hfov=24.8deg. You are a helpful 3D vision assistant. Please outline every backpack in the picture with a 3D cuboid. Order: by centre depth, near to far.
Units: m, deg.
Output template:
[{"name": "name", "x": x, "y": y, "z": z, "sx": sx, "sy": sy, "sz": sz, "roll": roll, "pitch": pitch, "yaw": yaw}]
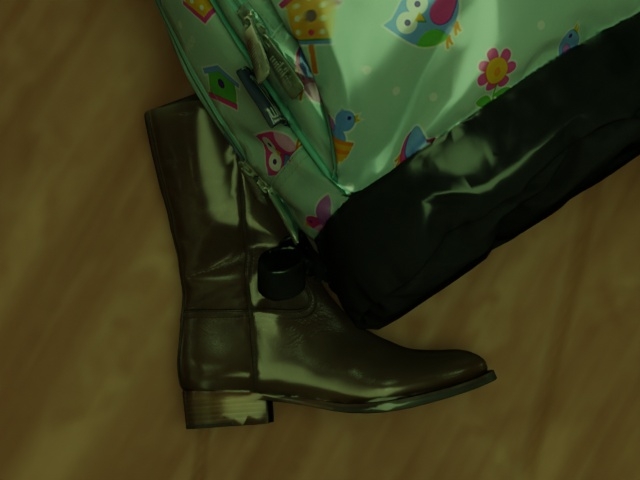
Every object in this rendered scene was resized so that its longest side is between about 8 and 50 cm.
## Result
[{"name": "backpack", "x": 0.019, "y": -0.085, "z": 0.423, "sx": 0.152, "sy": 0.115, "sz": 0.182, "roll": -32, "pitch": 84, "yaw": -19}]

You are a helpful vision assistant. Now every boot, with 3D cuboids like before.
[{"name": "boot", "x": 0.000, "y": 0.000, "z": 0.473, "sx": 0.106, "sy": 0.037, "sz": 0.114, "roll": -5, "pitch": 84, "yaw": -7}]
